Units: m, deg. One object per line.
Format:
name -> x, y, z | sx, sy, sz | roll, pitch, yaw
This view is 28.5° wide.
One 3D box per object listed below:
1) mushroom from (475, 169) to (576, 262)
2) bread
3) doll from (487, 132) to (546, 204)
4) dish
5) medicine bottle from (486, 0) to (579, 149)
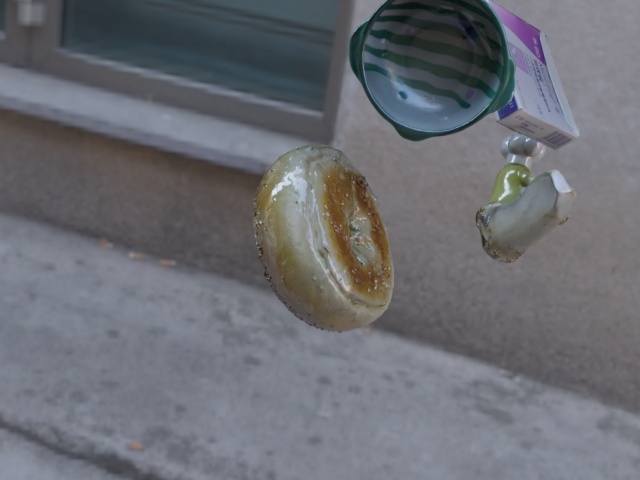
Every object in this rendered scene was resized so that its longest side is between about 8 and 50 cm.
mushroom -> 0.266, -0.037, 1.602 | 0.071, 0.084, 0.209 | -12, -15, -22
bread -> 0.000, 0.000, 2.002 | 0.159, 0.305, 0.305 | -19, 8, 31
doll -> 0.300, -0.094, 1.937 | 0.062, 0.162, 0.106 | 21, -16, -22
dish -> 0.156, -0.251, 1.647 | 0.224, 0.246, 0.078 | 18, 13, 11
medicine bottle -> 0.293, -0.243, 1.854 | 0.171, 0.052, 0.201 | 18, 51, -46
